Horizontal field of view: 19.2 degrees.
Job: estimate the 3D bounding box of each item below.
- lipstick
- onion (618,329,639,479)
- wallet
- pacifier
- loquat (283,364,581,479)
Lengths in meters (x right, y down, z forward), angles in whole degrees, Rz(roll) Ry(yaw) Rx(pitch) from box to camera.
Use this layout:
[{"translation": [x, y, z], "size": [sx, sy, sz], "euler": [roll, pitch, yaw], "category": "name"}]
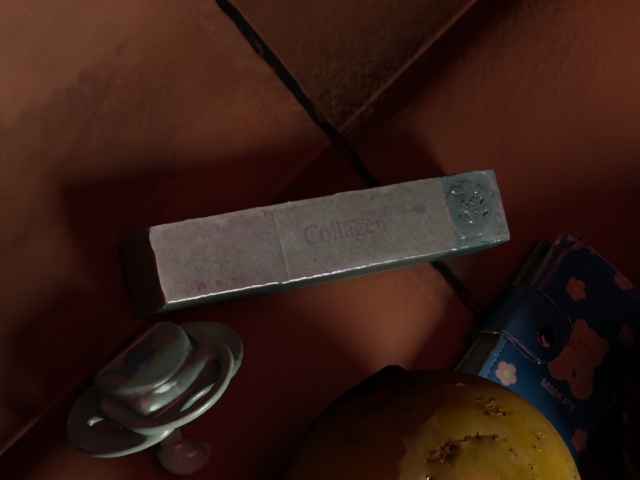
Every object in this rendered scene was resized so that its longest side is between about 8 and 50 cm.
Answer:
[{"translation": [0.000, 0.000, 1.508], "size": [0.317, 0.068, 0.066], "euler": [-10, 85, -29], "category": "lipstick"}, {"translation": [0.413, 0.171, 1.573], "size": [0.337, 0.282, 0.260], "euler": [-20, 109, -43], "category": "onion"}, {"translation": [0.195, 0.103, 1.592], "size": [0.141, 0.059, 0.202], "euler": [41, 64, -12], "category": "wallet"}, {"translation": [-0.110, 0.127, 1.408], "size": [0.150, 0.127, 0.116], "euler": [-45, 125, -35], "category": "pacifier"}, {"translation": [0.084, 0.205, 1.413], "size": [0.235, 0.235, 0.235], "euler": [6, 76, -26], "category": "loquat"}]
